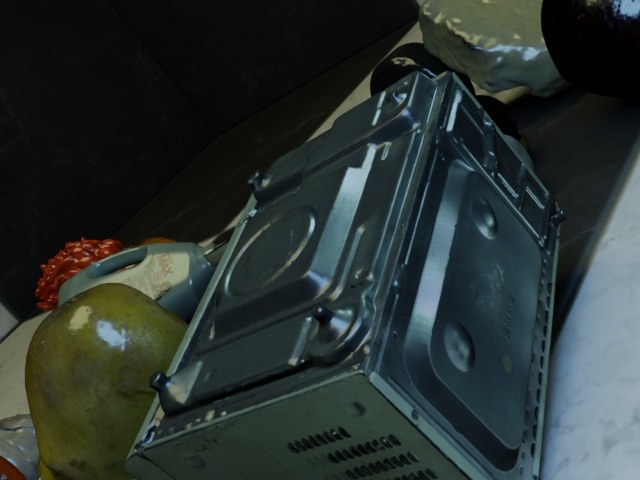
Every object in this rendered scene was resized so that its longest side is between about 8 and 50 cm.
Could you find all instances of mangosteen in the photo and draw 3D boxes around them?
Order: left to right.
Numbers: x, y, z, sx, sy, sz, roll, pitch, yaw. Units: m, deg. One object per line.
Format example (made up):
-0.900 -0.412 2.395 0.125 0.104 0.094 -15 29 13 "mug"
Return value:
0.248 -0.147 1.328 0.153 0.152 0.152 -35 16 11 "mangosteen"
0.421 -0.321 1.151 0.233 0.288 0.287 -62 19 -4 "mangosteen"

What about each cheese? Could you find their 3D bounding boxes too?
0.336 -0.375 1.512 0.327 0.115 0.317 -3 49 12 "cheese"

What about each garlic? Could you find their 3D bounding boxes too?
-0.564 0.367 1.509 0.219 0.212 0.218 -35 22 16 "garlic"

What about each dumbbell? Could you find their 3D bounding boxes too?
0.264 -0.349 1.715 0.322 0.203 0.204 -47 18 -31 "dumbbell"

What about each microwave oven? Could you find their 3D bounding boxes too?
0.031 0.072 0.846 0.333 0.247 0.394 -28 29 37 "microwave oven"

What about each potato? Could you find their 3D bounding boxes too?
-0.306 0.216 1.228 0.397 0.296 0.290 -19 23 45 "potato"

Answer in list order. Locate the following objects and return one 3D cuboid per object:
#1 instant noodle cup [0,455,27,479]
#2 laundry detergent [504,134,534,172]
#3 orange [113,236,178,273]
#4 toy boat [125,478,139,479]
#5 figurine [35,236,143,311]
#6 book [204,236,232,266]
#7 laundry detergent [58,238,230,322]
-0.558 0.430 1.299 0.250 0.250 0.192 -45 8 -24 "instant noodle cup"
0.172 -0.018 1.168 0.215 0.105 0.280 -23 24 38 "laundry detergent"
-0.399 0.084 2.014 0.224 0.170 0.224 -35 18 13 "orange"
-0.230 0.366 0.984 0.093 0.103 0.246 -13 23 1 "toy boat"
-0.593 0.100 2.373 0.306 0.241 0.412 -10 4 14 "figurine"
-0.005 -0.089 1.724 0.300 0.039 0.428 -24 8 41 "book"
-0.346 0.100 1.821 0.398 0.124 0.263 -29 52 4 "laundry detergent"
